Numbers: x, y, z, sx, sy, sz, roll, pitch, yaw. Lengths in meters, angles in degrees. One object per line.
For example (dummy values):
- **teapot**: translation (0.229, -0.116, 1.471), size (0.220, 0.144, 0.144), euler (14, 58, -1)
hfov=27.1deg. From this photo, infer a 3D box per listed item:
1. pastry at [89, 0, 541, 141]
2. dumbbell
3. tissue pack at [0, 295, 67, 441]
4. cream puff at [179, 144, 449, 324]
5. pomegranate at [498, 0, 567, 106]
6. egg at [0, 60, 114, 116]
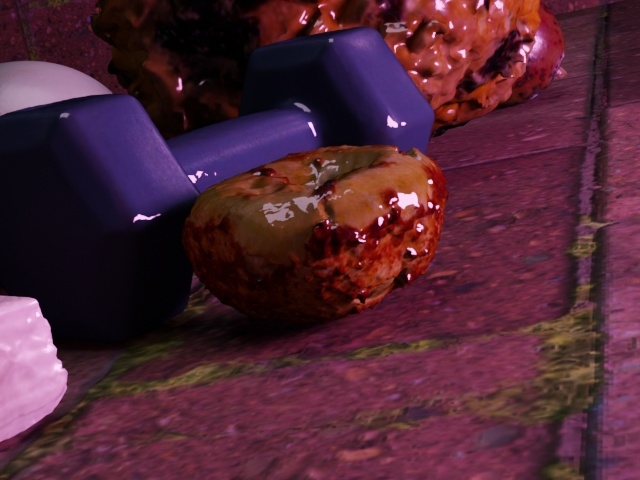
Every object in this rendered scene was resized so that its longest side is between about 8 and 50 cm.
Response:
- **pastry**: translation (0.013, -0.198, 1.153), size (0.405, 0.292, 0.337), euler (-13, -1, -12)
- **dumbbell**: translation (-0.068, -0.047, 0.877), size (0.144, 0.160, 0.325), euler (33, 36, 28)
- **tissue pack**: translation (-0.285, 0.074, 0.704), size (0.170, 0.071, 0.325), euler (-23, 15, -36)
- **cream puff**: translation (0.000, 0.000, 0.721), size (0.149, 0.084, 0.149), euler (-14, 15, 4)
- **pomegranate**: translation (0.211, -0.197, 1.435), size (0.159, 0.129, 0.129), euler (31, -14, -30)
- **egg**: translation (-0.235, -0.053, 1.029), size (0.231, 0.168, 0.168), euler (-6, 12, 44)
